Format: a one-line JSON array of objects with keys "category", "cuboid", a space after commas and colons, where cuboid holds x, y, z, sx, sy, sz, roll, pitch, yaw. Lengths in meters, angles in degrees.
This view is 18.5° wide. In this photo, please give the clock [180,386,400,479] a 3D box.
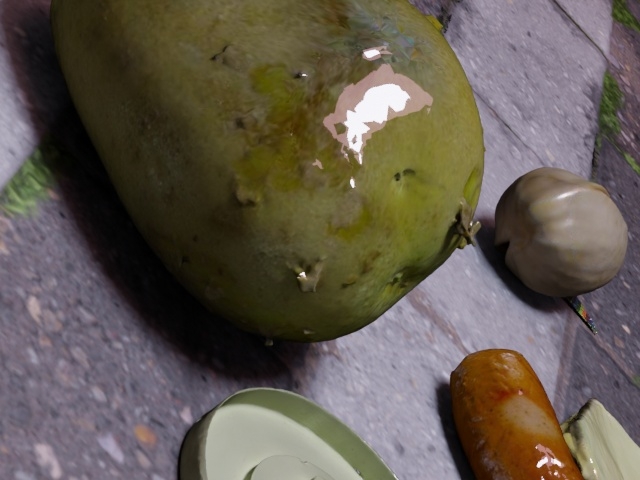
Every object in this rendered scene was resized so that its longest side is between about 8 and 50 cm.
[{"category": "clock", "cuboid": [0.003, 0.199, 1.290, 0.235, 0.029, 0.235, 39, 27, -24]}]

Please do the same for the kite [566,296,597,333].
[{"category": "kite", "cuboid": [0.244, 0.041, 1.959, 0.090, 0.004, 0.122, 23, 36, -47]}]

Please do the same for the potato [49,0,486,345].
[{"category": "potato", "cuboid": [-0.037, -0.104, 1.406, 0.270, 0.219, 0.359, -19, 62, -31]}]

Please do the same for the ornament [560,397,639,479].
[{"category": "ornament", "cuboid": [0.256, 0.204, 1.694, 0.201, 0.059, 0.180, 37, 26, -34]}]

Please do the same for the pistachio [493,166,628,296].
[{"category": "pistachio", "cuboid": [0.231, -0.008, 1.863, 0.185, 0.124, 0.124, 11, 46, -59]}]

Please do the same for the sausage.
[{"category": "sausage", "cuboid": [0.182, 0.213, 1.523, 0.302, 0.076, 0.103, 61, 19, 20]}]
